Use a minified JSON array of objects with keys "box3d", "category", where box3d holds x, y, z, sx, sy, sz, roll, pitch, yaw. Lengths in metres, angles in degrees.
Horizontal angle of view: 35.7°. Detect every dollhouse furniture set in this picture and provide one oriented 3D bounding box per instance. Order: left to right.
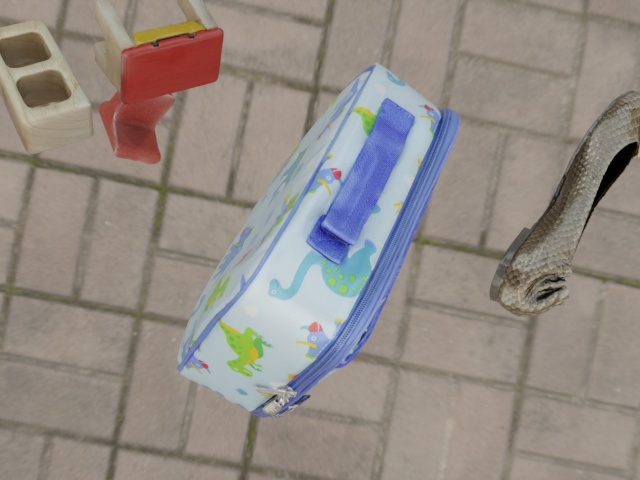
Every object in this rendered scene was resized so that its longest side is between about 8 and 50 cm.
[{"box3d":[-0.263,-0.079,0.914,0.374,0.201,0.152,-19,60,-25],"category":"dollhouse furniture set"}]

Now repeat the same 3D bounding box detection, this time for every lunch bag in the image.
[{"box3d":[0.000,0.000,0.644,0.090,0.176,0.219,32,53,-7],"category":"lunch bag"}]

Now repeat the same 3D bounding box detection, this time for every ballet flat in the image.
[{"box3d":[0.226,-0.031,0.841,0.058,0.084,0.250,26,61,26],"category":"ballet flat"}]

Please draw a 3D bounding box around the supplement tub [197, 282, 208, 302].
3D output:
[{"box3d":[-0.020,0.038,0.864,0.106,0.198,0.106,10,109,30],"category":"supplement tub"}]
